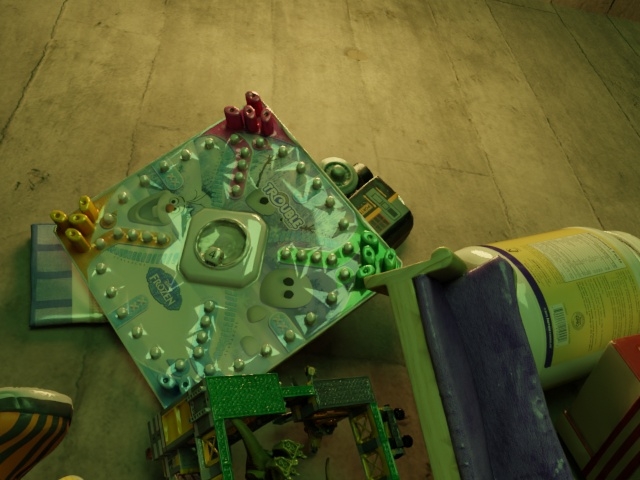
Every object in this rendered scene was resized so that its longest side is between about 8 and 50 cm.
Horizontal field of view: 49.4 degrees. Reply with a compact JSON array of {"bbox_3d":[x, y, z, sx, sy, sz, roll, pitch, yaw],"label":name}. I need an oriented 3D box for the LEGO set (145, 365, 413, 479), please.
[{"bbox_3d":[-0.061,0.287,0.846,0.331,0.192,0.255,-4,64,-42],"label":"LEGO set"}]

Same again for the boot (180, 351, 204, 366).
[{"bbox_3d":[-0.144,0.160,1.016,0.121,0.045,0.099,20,39,13],"label":"boot"}]

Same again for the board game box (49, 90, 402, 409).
[{"bbox_3d":[-0.145,0.003,1.020,0.389,0.050,0.390,-34,68,-12],"label":"board game box"}]

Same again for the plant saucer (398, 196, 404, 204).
[{"bbox_3d":[0.069,-0.056,1.327,0.194,0.038,0.195,9,42,-9],"label":"plant saucer"}]

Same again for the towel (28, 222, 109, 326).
[{"bbox_3d":[-0.304,0.044,1.093,0.284,0.034,0.209,-3,48,-19],"label":"towel"}]

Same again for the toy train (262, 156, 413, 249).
[{"bbox_3d":[0.000,0.000,1.148,0.190,0.142,0.334,43,59,13],"label":"toy train"}]

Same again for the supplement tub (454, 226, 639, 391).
[{"bbox_3d":[0.362,0.107,1.104,0.331,0.241,0.241,-9,49,-28],"label":"supplement tub"}]

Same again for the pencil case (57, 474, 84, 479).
[{"bbox_3d":[-0.205,0.366,0.715,0.273,0.124,0.113,35,41,17],"label":"pencil case"}]

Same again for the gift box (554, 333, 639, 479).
[{"bbox_3d":[0.522,0.282,0.958,0.276,0.258,0.255,-4,46,-13],"label":"gift box"}]

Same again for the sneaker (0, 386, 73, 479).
[{"bbox_3d":[-0.345,0.275,0.665,0.124,0.321,0.180,26,37,-43],"label":"sneaker"}]

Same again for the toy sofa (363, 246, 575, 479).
[{"bbox_3d":[0.191,0.194,0.868,0.177,0.150,0.363,-17,76,18],"label":"toy sofa"}]
